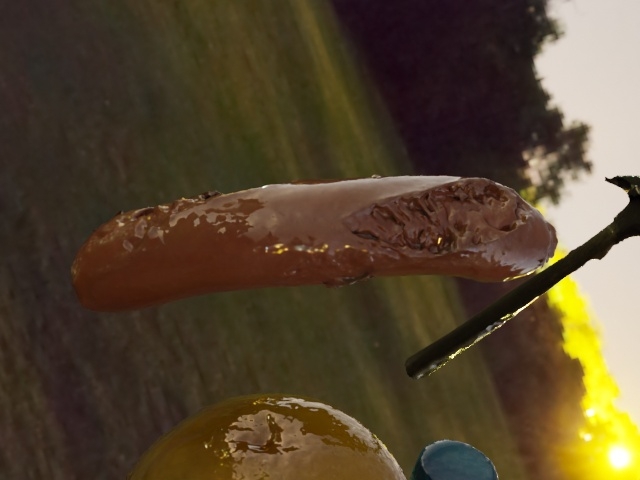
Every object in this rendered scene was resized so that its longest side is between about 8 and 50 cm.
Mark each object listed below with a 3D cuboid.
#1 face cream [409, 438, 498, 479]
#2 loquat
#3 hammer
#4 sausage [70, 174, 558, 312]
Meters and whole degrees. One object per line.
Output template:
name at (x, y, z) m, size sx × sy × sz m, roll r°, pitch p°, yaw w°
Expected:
face cream at (0.060, 0.299, 0.929) m, size 0.163 × 0.080 × 0.336 m, roll 44°, pitch -49°, yaw 37°
loquat at (-0.032, 0.197, 0.726) m, size 0.208 × 0.208 × 0.208 m, roll -19°, pitch 90°, yaw -86°
hammer at (0.180, 0.046, 1.017) m, size 0.027 × 0.297 × 0.125 m, roll 37°, pitch 35°, yaw -17°
sausage at (-0.001, -0.001, 0.771) m, size 0.087 × 0.327 × 0.079 m, roll 91°, pitch -7°, yaw -52°
